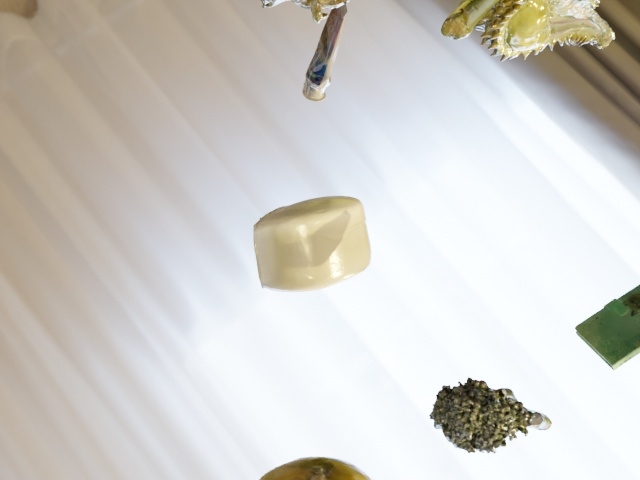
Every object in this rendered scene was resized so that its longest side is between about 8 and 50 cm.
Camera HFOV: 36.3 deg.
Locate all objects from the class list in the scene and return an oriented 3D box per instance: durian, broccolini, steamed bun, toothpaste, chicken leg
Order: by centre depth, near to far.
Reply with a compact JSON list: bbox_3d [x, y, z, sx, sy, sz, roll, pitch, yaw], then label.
[{"bbox_3d":[0.168,0.157,0.918,0.091,0.068,0.203,-13,171,27],"label":"broccolini"},{"bbox_3d":[0.312,-0.348,1.395,0.166,0.172,0.306,-12,163,39],"label":"durian"},{"bbox_3d":[-0.021,-0.413,1.602,0.228,0.088,0.103,-29,152,-33],"label":"chicken leg"},{"bbox_3d":[0.000,0.000,1.726,0.164,0.146,0.242,-5,-170,25],"label":"steamed bun"},{"bbox_3d":[0.017,-0.430,2.187,0.061,0.096,0.266,7,136,-14],"label":"toothpaste"}]

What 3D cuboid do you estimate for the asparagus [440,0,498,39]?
[{"bbox_3d":[0.153,-0.216,0.822,0.024,0.025,0.248,-46,180,41],"label":"asparagus"}]

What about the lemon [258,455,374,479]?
[{"bbox_3d":[-0.007,0.406,1.350,0.240,0.240,0.219,-22,125,-41],"label":"lemon"}]

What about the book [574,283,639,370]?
[{"bbox_3d":[0.444,0.118,1.402,0.135,0.103,0.017,-32,128,-3],"label":"book"}]
